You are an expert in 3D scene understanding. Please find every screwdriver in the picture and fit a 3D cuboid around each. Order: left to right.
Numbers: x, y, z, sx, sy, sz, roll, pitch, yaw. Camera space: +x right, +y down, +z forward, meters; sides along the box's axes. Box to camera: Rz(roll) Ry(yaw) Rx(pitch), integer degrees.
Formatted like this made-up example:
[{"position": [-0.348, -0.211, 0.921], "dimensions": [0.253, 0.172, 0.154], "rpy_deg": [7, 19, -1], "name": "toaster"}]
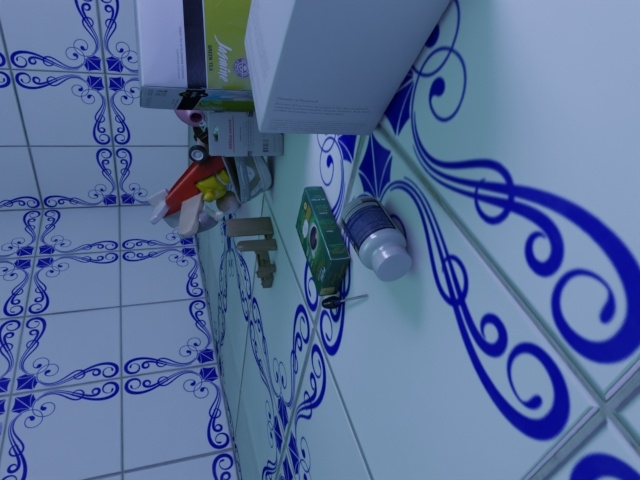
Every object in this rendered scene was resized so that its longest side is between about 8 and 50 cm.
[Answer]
[{"position": [0.041, 0.108, 0.844], "dimensions": [0.025, 0.024, 0.170], "rpy_deg": [-68, 17, -15], "name": "screwdriver"}]

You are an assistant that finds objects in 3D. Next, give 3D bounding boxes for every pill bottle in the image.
[{"position": [0.076, -0.002, 0.655], "dimensions": [0.120, 0.066, 0.067], "rpy_deg": [-116, 29, -46], "name": "pill bottle"}]

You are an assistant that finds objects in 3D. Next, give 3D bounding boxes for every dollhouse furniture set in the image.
[{"position": [-0.199, 0.039, 1.342], "dimensions": [0.151, 0.123, 0.144], "rpy_deg": [113, 147, -51], "name": "dollhouse furniture set"}]

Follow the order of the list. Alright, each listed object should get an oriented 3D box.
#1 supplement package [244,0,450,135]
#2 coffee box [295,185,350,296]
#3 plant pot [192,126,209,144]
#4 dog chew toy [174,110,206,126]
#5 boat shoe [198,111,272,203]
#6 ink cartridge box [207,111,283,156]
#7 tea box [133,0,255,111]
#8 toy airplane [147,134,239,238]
[{"position": [0.022, -0.289, 0.589], "dimensions": [0.293, 0.175, 0.178], "rpy_deg": [123, 140, -59], "name": "supplement package"}, {"position": [0.000, 0.000, 0.905], "dimensions": [0.113, 0.040, 0.184], "rpy_deg": [106, 152, -45], "name": "coffee box"}, {"position": [-0.337, -0.394, 1.528], "dimensions": [0.165, 0.166, 0.167], "rpy_deg": [-99, 16, -51], "name": "plant pot"}, {"position": [-0.340, -0.447, 1.348], "dimensions": [0.207, 0.206, 0.332], "rpy_deg": [110, 157, -49], "name": "dog chew toy"}, {"position": [-0.234, -0.250, 1.232], "dimensions": [0.118, 0.103, 0.321], "rpy_deg": [17, 139, 52], "name": "boat shoe"}, {"position": [-0.183, -0.256, 1.156], "dimensions": [0.060, 0.180, 0.104], "rpy_deg": [-150, 58, -64], "name": "ink cartridge box"}, {"position": [-0.203, -0.442, 0.963], "dimensions": [0.220, 0.323, 0.330], "rpy_deg": [-168, 76, -69], "name": "tea box"}, {"position": [-0.420, -0.165, 1.703], "dimensions": [0.384, 0.272, 0.386], "rpy_deg": [-2, 59, 58], "name": "toy airplane"}]
